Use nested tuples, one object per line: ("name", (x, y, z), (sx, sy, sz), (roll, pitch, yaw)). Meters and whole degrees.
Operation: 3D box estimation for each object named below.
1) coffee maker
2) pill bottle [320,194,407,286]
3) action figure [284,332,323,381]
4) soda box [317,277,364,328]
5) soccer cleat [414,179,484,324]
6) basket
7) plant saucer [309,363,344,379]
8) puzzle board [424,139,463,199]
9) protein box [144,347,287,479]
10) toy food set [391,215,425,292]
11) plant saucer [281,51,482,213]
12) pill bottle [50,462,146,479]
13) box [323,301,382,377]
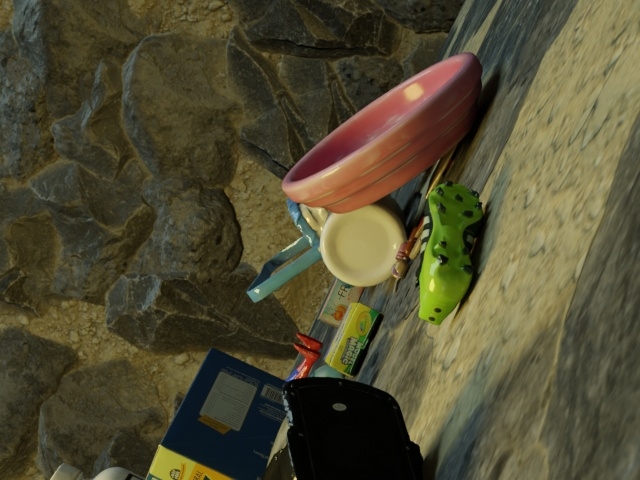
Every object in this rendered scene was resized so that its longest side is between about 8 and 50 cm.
("coffee maker", (-0.011, 0.214, 0.714), (0.171, 0.120, 0.178), (-68, 2, -56))
("pill bottle", (0.071, -0.015, 1.579), (0.229, 0.131, 0.131), (-69, 5, -78))
("action figure", (-0.113, 0.279, 1.691), (0.091, 0.139, 0.280), (-64, -3, -78))
("soda box", (0.058, 0.083, 1.967), (0.063, 0.058, 0.183), (122, 174, -79))
("soccer cleat", (0.115, 0.006, 0.938), (0.179, 0.060, 0.072), (-71, 4, -55))
("basket", (0.000, 0.000, 1.826), (0.289, 0.201, 0.255), (-31, 10, 12))
("plant saucer", (-0.043, 0.334, 1.622), (0.317, 0.044, 0.317), (-154, 90, -89))
("puzzle board", (0.192, -0.128, 1.497), (0.128, 0.011, 0.096), (-64, 0, 25))
("protein box", (-0.093, 0.271, 1.210), (0.201, 0.200, 0.136), (-67, 2, -60))
("toy food set", (0.124, 0.011, 1.396), (0.078, 0.019, 0.122), (-67, 2, -58))
("plant saucer", (0.099, -0.143, 1.434), (0.332, 0.084, 0.332), (-35, 12, 8))
("pill bottle", (-0.242, 0.436, 1.396), (0.181, 0.323, 0.181), (-155, 90, -89))
("box", (0.047, 0.146, 1.490), (0.105, 0.043, 0.179), (-64, 3, -5))
